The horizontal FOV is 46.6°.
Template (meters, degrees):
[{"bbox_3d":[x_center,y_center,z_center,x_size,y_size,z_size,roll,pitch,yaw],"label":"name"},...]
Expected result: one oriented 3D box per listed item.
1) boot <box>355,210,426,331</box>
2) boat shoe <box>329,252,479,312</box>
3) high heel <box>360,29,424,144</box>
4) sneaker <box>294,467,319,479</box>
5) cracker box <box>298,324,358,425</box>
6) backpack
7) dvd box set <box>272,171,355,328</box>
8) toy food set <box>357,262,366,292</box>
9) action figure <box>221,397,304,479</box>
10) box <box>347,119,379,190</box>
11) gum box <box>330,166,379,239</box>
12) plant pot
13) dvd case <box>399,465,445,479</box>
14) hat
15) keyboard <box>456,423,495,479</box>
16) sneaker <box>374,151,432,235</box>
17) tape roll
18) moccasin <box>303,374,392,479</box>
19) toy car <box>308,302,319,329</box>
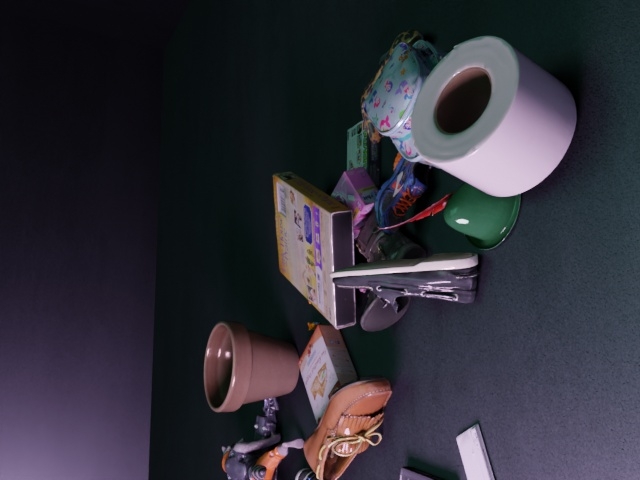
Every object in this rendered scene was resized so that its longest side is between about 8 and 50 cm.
[{"bbox_3d":[0.140,0.059,1.752,0.262,0.091,0.229,-62,31,16],"label":"boot"},{"bbox_3d":[0.172,0.095,1.554,0.340,0.127,0.113,-7,96,29],"label":"boat shoe"},{"bbox_3d":[0.176,-0.370,1.774,0.186,0.093,0.261,155,128,-67],"label":"high heel"},{"bbox_3d":[-0.027,0.701,1.903,0.121,0.079,0.216,-23,61,62],"label":"sneaker"},{"bbox_3d":[0.022,0.354,1.917,0.155,0.067,0.232,-64,32,33],"label":"cracker box"},{"bbox_3d":[0.223,-0.284,1.572,0.225,0.191,0.253,-58,41,31],"label":"backpack"},{"bbox_3d":[-0.023,0.011,1.961,0.420,0.062,0.307,-143,46,-62],"label":"dvd box set"},{"bbox_3d":[0.117,0.092,1.855,0.122,0.019,0.077,-13,72,57],"label":"toy food set"},{"bbox_3d":[-0.183,0.613,2.144,0.330,0.179,0.341,-12,74,52],"label":"action figure"},{"bbox_3d":[0.110,-0.206,1.930,0.114,0.036,0.206,-22,63,60],"label":"box"},{"bbox_3d":[0.078,-0.084,1.872,0.107,0.062,0.188,60,148,21],"label":"gum box"},{"bbox_3d":[-0.193,0.370,2.160,0.263,0.229,0.262,-27,59,58],"label":"plant pot"},{"bbox_3d":[0.212,0.600,1.510,0.179,0.030,0.238,-6,78,63],"label":"dvd case"},{"bbox_3d":[0.254,-0.070,1.437,0.173,0.184,0.208,52,129,55],"label":"hat"},{"bbox_3d":[0.306,0.475,1.379,0.072,0.014,0.255,121,146,-48],"label":"keyboard"},{"bbox_3d":[0.190,-0.114,1.661,0.087,0.083,0.221,16,83,47],"label":"sneaker"},{"bbox_3d":[0.307,-0.219,1.335,0.246,0.169,0.246,-31,48,41],"label":"tape roll"},{"bbox_3d":[0.066,0.445,1.728,0.380,0.139,0.147,-57,42,36],"label":"moccasin"},{"bbox_3d":[-0.009,0.187,2.082,0.041,0.060,0.121,1,103,21],"label":"toy car"}]
